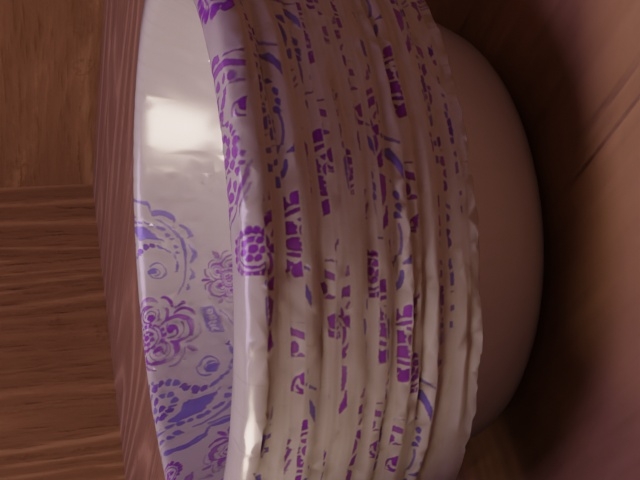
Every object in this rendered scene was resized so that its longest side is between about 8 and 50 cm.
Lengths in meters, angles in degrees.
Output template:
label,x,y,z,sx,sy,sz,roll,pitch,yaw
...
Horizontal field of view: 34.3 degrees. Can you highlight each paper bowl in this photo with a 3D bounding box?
label,x,y,z,sx,sy,sz,roll,pitch,yaw
paper bowl,0.000,0.000,0.492,0.284,0.148,0.284,176,90,-74
